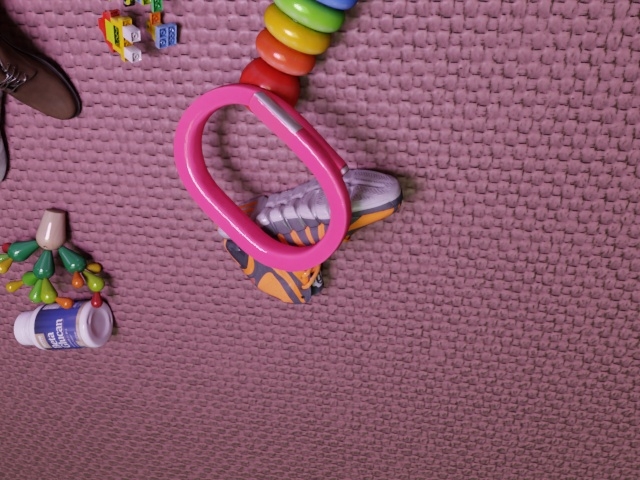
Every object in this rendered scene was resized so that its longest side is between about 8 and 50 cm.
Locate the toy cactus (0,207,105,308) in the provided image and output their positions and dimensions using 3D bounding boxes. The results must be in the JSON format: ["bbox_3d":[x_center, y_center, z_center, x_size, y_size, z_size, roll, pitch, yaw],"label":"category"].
[{"bbox_3d":[-0.502,0.031,0.993,0.218,0.112,0.181,16,101,4],"label":"toy cactus"}]

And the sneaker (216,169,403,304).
[{"bbox_3d":[0.000,0.000,0.877,0.320,0.125,0.180,-11,120,27],"label":"sneaker"}]

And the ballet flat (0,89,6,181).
[{"bbox_3d":[-0.578,-0.184,0.894,0.072,0.068,0.213,18,120,0],"label":"ballet flat"}]

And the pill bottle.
[{"bbox_3d":[-0.512,0.169,1.055,0.169,0.094,0.094,-6,117,13],"label":"pill bottle"}]

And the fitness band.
[{"bbox_3d":[-0.082,-0.087,0.757,0.291,0.054,0.209,46,124,-1],"label":"fitness band"}]

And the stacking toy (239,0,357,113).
[{"bbox_3d":[-0.021,-0.306,0.703,0.141,0.141,0.330,29,122,-6],"label":"stacking toy"}]

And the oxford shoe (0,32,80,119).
[{"bbox_3d":[-0.465,-0.247,0.794,0.082,0.096,0.227,-36,136,15],"label":"oxford shoe"}]

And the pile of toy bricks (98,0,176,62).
[{"bbox_3d":[-0.258,-0.370,0.735,0.105,0.118,0.212,38,139,20],"label":"pile of toy bricks"}]
